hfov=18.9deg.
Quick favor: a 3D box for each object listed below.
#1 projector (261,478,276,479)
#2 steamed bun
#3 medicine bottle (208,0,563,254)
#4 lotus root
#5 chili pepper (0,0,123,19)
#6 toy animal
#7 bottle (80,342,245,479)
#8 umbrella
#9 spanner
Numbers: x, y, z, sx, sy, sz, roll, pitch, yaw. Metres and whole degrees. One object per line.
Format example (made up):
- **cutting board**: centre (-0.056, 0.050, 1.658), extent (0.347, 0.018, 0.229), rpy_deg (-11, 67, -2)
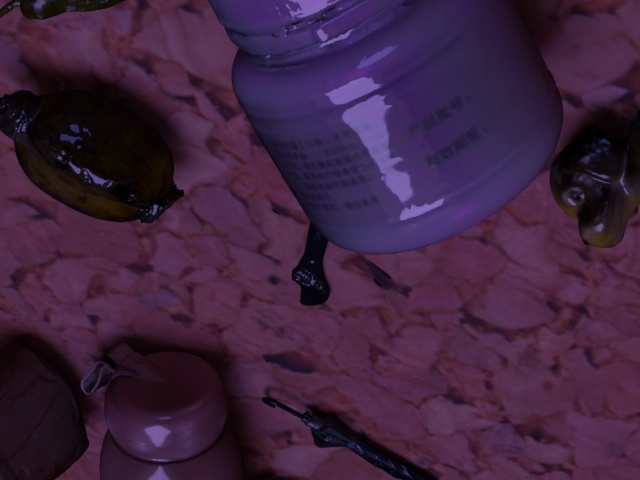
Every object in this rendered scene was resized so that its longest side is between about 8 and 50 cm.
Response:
- **projector**: centre (-0.035, 0.365, 2.373), extent (0.115, 0.061, 0.147), rpy_deg (14, 137, 1)
- **steamed bun**: centre (-0.358, 0.211, 2.258), extent (0.106, 0.145, 0.175), rpy_deg (-3, 124, 45)
- **medicine bottle**: centre (0.040, -0.178, 1.663), extent (0.256, 0.256, 0.325), rpy_deg (-16, 119, 30)
- **lotus root**: centre (-0.234, -0.090, 1.939), extent (0.209, 0.120, 0.120), rpy_deg (31, 135, -14)
- **chili pepper**: centre (-0.241, -0.247, 1.811), extent (0.204, 0.073, 0.072), rpy_deg (-12, 113, 12)
- **toy animal**: centre (0.321, -0.077, 1.786), extent (0.169, 0.121, 0.233), rpy_deg (31, 133, 1)
- **bottle**: centre (-0.187, 0.269, 2.244), extent (0.206, 0.173, 0.296), rpy_deg (26, 134, 33)
- **umbrella**: centre (0.049, 0.246, 2.245), extent (0.269, 0.044, 0.044), rpy_deg (28, 163, -13)
- **spanner**: centre (0.000, 0.000, 2.030), extent (0.046, 0.012, 0.208), rpy_deg (14, 136, 2)
